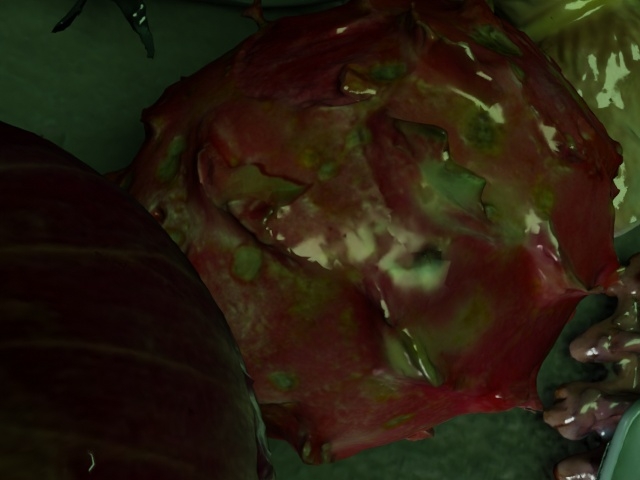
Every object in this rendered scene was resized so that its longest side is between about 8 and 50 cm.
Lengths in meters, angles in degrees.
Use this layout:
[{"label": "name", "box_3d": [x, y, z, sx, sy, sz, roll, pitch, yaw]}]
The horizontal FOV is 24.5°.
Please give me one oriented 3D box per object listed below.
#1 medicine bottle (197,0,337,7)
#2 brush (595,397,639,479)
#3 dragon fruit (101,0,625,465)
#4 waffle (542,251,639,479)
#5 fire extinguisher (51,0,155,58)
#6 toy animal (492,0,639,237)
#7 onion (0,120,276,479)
[{"label": "medicine bottle", "box_3d": [-0.025, -0.239, 0.675, 0.131, 0.131, 0.250, -1, 88, -20]}, {"label": "brush", "box_3d": [0.124, 0.215, 0.714, 0.068, 0.060, 0.297, 21, 92, -12]}, {"label": "dragon fruit", "box_3d": [0.000, 0.000, 0.643, 0.268, 0.205, 0.210, -12, 111, 15]}, {"label": "waffle", "box_3d": [0.232, 0.095, 0.792, 0.234, 0.055, 0.221, -38, 98, -15]}, {"label": "fire extinguisher", "box_3d": [-0.195, -0.172, 0.633, 0.294, 0.093, 0.118, 26, 42, -17]}, {"label": "toy animal", "box_3d": [0.105, -0.084, 0.735, 0.184, 0.104, 0.185, -31, 102, -11]}, {"label": "onion", "box_3d": [-0.150, 0.133, 0.550, 0.385, 0.347, 0.348, 34, 74, -54]}]
